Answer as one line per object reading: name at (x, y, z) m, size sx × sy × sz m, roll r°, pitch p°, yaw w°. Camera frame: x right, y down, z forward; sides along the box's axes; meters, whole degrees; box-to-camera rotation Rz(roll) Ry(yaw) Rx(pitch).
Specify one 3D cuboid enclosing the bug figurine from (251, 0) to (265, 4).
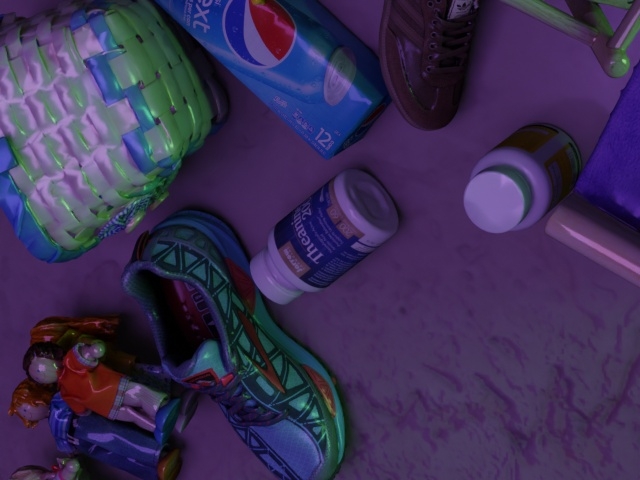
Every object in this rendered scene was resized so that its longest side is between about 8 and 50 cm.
bug figurine at (-0.045, -0.306, 1.449) m, size 0.216 × 0.072 × 0.279 m, roll -38°, pitch 66°, yaw 38°

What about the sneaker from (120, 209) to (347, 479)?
sneaker at (-0.083, 0.107, 1.626) m, size 0.104 × 0.125 × 0.262 m, roll -34°, pitch 91°, yaw 30°

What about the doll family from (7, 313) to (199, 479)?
doll family at (-0.197, 0.152, 1.719) m, size 0.163 × 0.118 × 0.263 m, roll 24°, pitch 134°, yaw 9°

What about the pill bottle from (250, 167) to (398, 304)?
pill bottle at (0.000, 0.000, 1.584) m, size 0.120 × 0.067 × 0.067 m, roll -39°, pitch 88°, yaw 30°

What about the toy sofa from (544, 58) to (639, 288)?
toy sofa at (0.296, -0.122, 1.343) m, size 0.150 × 0.177 × 0.362 m, roll 31°, pitch 118°, yaw 13°

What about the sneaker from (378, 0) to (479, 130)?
sneaker at (0.086, -0.171, 1.473) m, size 0.071 × 0.066 × 0.188 m, roll 23°, pitch 121°, yaw 61°

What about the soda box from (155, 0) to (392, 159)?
soda box at (-0.039, -0.163, 1.545) m, size 0.210 × 0.071 × 0.067 m, roll 43°, pitch 120°, yaw 7°

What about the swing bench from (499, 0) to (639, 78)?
swing bench at (0.189, -0.291, 1.311) m, size 0.165 × 0.254 × 0.253 m, roll 26°, pitch 119°, yaw -8°

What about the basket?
basket at (-0.237, -0.078, 1.564) m, size 0.289 × 0.255 × 0.201 m, roll -20°, pitch 100°, yaw 18°

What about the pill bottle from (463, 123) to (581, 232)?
pill bottle at (0.149, -0.044, 1.471) m, size 0.065 × 0.116 × 0.065 m, roll 8°, pitch 109°, yaw 23°
